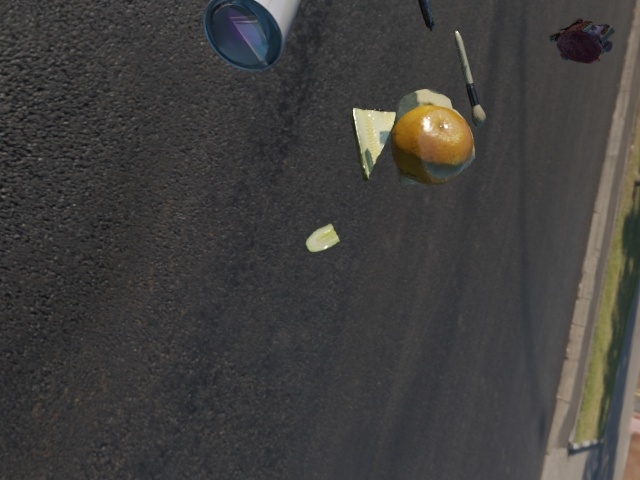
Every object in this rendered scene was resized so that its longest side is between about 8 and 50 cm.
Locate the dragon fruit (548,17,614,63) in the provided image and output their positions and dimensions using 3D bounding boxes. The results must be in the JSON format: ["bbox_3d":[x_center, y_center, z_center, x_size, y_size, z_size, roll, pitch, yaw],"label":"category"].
[{"bbox_3d":[0.632,-0.481,1.107,0.112,0.126,0.068,40,80,-34],"label":"dragon fruit"}]

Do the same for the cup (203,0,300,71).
[{"bbox_3d":[-0.197,-0.751,1.491,0.253,0.253,0.371,52,43,-43],"label":"cup"}]

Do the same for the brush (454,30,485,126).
[{"bbox_3d":[0.461,-0.500,1.439,0.042,0.039,0.299,-18,96,-12],"label":"brush"}]

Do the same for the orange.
[{"bbox_3d":[0.207,-0.177,0.877,0.154,0.155,0.134,-63,179,-20],"label":"orange"}]

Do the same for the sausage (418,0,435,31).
[{"bbox_3d":[0.245,-0.591,1.117,0.028,0.025,0.198,2,72,-40],"label":"sausage"}]

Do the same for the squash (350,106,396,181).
[{"bbox_3d":[0.179,-0.282,1.452,0.169,0.093,0.252,-2,70,-20],"label":"squash"}]

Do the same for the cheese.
[{"bbox_3d":[0.277,-0.263,1.174,0.174,0.248,0.251,-6,99,-5],"label":"cheese"}]

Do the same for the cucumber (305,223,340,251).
[{"bbox_3d":[0.000,0.000,1.399,0.107,0.035,0.067,-26,86,-21],"label":"cucumber"}]
